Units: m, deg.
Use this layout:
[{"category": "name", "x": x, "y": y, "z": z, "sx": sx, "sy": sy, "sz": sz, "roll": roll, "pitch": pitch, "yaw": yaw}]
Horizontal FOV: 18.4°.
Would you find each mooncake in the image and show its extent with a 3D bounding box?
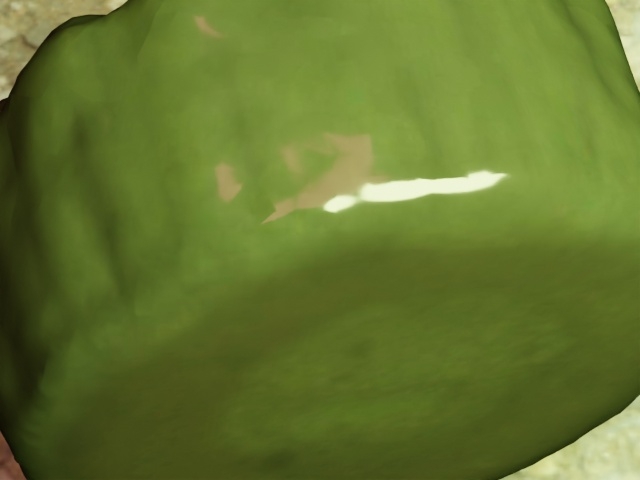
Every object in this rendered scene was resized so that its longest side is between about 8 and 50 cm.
[{"category": "mooncake", "x": 0.000, "y": 0.000, "z": 0.983, "sx": 0.356, "sy": 0.356, "sz": 0.194, "roll": -14, "pitch": 60, "yaw": -1}]
